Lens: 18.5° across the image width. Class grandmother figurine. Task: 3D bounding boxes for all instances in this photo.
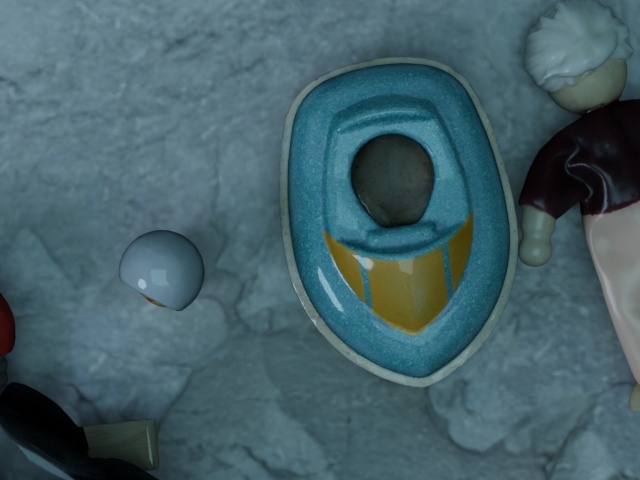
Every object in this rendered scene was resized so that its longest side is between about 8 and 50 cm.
[{"bbox_3d":[0.250,-0.034,1.625,0.207,0.104,0.342,-20,94,-25],"label":"grandmother figurine"}]

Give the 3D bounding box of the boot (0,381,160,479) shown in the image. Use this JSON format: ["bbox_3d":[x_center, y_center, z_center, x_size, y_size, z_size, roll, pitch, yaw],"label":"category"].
[{"bbox_3d":[-0.238,0.382,1.554,0.367,0.146,0.445,36,93,-22],"label":"boot"}]

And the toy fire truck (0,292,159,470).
[{"bbox_3d":[-0.270,0.125,1.598,0.246,0.158,0.217,-3,102,-23],"label":"toy fire truck"}]

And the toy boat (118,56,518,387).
[{"bbox_3d":[0.000,0.000,1.574,0.318,0.148,0.268,-13,88,1],"label":"toy boat"}]
